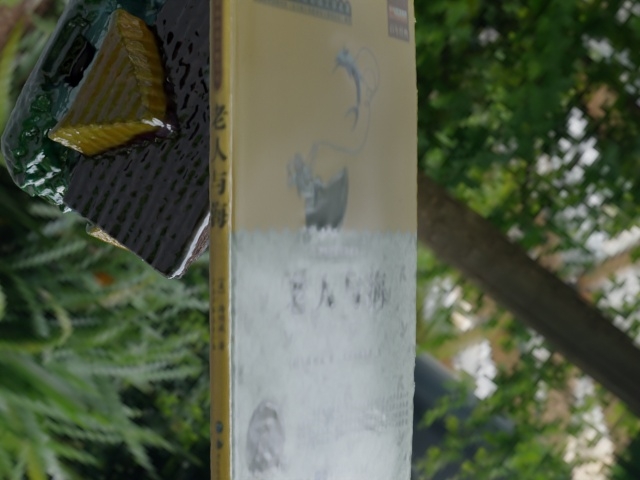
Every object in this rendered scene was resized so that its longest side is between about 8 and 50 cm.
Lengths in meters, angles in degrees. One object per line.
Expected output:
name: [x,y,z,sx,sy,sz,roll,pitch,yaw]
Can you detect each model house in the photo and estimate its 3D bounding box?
model house: [-0.146,-0.105,1.389,0.281,0.230,0.249,-62,-154,11]

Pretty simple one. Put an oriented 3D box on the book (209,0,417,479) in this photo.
book: [0.000,0.000,1.026,0.269,0.032,0.389,-1,91,-61]
